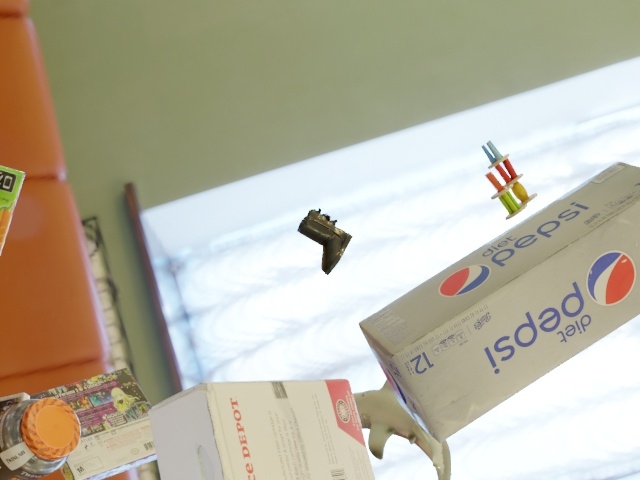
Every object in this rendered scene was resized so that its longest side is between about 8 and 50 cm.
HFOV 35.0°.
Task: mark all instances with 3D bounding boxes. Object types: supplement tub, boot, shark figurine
[{"bbox_3d":[-0.454,0.311,1.532,0.117,0.190,0.117,30,44,-35],"label":"supplement tub"},{"bbox_3d":[0.000,0.000,1.903,0.045,0.099,0.121,-50,-172,47],"label":"boot"},{"bbox_3d":[0.140,0.285,1.407,0.116,0.166,0.278,43,2,-45],"label":"shark figurine"}]

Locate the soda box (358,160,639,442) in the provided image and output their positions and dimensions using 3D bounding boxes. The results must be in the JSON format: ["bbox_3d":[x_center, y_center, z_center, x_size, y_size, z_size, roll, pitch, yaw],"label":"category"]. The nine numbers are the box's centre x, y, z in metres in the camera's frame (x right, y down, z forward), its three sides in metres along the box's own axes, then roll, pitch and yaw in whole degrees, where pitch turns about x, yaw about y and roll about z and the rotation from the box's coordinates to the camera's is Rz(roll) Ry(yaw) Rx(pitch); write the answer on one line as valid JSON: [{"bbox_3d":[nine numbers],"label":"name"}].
[{"bbox_3d":[0.183,0.047,0.872,0.098,0.286,0.091,61,-9,-20],"label":"soda box"}]

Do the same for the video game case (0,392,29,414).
[{"bbox_3d":[-0.577,0.363,1.716,0.022,0.173,0.190,57,23,-54],"label":"video game case"}]

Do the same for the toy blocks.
[{"bbox_3d":[0.361,-0.125,2.029,0.148,0.054,0.123,54,35,-1],"label":"toy blocks"}]

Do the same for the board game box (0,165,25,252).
[{"bbox_3d":[-0.686,0.009,1.434,0.356,0.356,0.356,13,-94,56],"label":"board game box"}]

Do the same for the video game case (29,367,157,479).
[{"bbox_3d":[-0.442,0.372,2.044,0.210,0.232,0.042,53,-47,24],"label":"video game case"}]

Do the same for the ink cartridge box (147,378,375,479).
[{"bbox_3d":[-0.050,0.224,1.004,0.218,0.092,0.158,10,60,-51],"label":"ink cartridge box"}]
